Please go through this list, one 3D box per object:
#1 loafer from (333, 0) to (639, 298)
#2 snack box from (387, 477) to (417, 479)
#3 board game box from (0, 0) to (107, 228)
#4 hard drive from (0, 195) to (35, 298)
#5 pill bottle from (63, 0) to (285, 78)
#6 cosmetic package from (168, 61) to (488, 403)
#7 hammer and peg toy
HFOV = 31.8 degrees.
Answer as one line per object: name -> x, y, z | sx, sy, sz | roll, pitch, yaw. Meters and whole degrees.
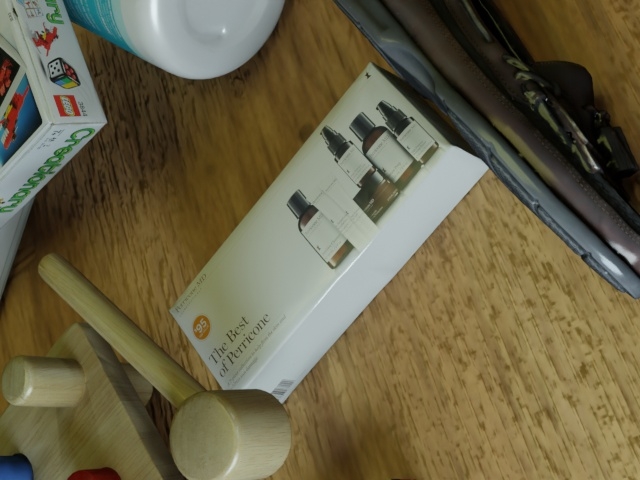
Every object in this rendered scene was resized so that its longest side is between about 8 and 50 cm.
loafer -> 0.119, -0.099, 0.697 | 0.095, 0.109, 0.302 | -44, 63, 8
snack box -> 0.055, 0.238, 0.713 | 0.100, 0.037, 0.141 | -47, 57, 20
board game box -> -0.298, -0.106, 0.926 | 0.305, 0.053, 0.193 | -34, 72, 42
hard drive -> -0.366, 0.000, 1.075 | 0.203, 0.040, 0.307 | 19, 91, 38
pill bottle -> -0.160, -0.237, 0.912 | 0.264, 0.146, 0.146 | 31, 98, 37
cosmetic package -> 0.000, 0.000, 0.794 | 0.239, 0.060, 0.099 | -50, 55, 16
hammer and peg toy -> -0.159, 0.191, 0.817 | 0.361, 0.127, 0.266 | -51, 55, 21
